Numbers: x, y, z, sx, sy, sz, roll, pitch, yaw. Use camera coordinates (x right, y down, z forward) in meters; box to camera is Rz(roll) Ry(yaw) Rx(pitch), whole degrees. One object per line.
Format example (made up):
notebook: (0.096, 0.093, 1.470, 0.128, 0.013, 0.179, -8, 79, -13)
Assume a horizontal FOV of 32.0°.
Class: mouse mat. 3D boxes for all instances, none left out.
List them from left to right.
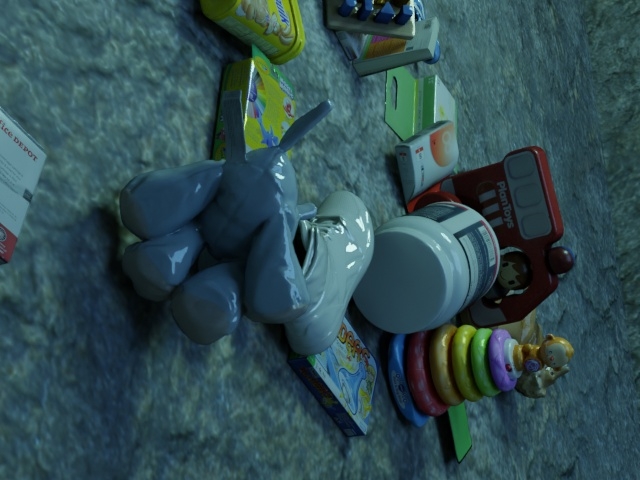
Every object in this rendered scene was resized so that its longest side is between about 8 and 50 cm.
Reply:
mouse mat: (0.254, 0.312, 2.097, 0.152, 0.007, 0.190, -12, 91, -72)

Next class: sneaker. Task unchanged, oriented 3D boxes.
sneaker: (0.000, 0.000, 1.613, 0.169, 0.108, 0.293, 70, 27, -45)
sneaker: (0.193, -0.417, 2.230, 0.144, 0.053, 0.059, 65, 28, -9)

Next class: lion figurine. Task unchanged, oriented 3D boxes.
lion figurine: (0.364, 0.165, 2.284, 0.392, 0.142, 0.240, 29, 62, -39)

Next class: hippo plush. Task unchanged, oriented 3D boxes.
hippo plush: (-0.120, -0.024, 1.372, 0.236, 0.234, 0.294, 156, -59, -87)

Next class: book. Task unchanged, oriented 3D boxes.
book: (0.136, -0.348, 1.989, 0.035, 0.144, 0.096, 57, 34, -38)

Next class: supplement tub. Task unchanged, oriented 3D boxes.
supplement tub: (0.177, 0.044, 1.871, 0.272, 0.191, 0.191, -21, 99, -63)

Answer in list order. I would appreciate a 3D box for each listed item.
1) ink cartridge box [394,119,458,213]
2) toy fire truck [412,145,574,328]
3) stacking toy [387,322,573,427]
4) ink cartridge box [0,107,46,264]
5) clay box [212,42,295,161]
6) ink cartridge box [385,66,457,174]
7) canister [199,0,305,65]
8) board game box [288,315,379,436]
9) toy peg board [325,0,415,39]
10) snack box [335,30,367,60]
ink cartridge box: (0.211, -0.119, 2.099, 0.145, 0.045, 0.179, -32, 115, -42)
toy fire truck: (0.329, 0.001, 2.041, 0.169, 0.254, 0.302, -7, 82, -53)
stacking toy: (0.278, 0.206, 1.881, 0.166, 0.301, 0.175, -43, 120, -59)
ink cartridge box: (-0.331, -0.055, 1.074, 0.099, 0.056, 0.135, 50, 39, -44)
clay box: (-0.092, -0.154, 1.577, 0.127, 0.053, 0.222, 43, 43, -49)
ink cartridge box: (0.202, -0.250, 2.182, 0.235, 0.056, 0.171, 43, 45, -52)
canister: (-0.101, -0.339, 1.596, 0.170, 0.073, 0.126, 25, 48, -56)
board game box: (0.024, 0.186, 1.692, 0.201, 0.035, 0.136, 55, 35, -38)
toy peg board: (0.095, -0.444, 1.922, 0.161, 0.079, 0.161, 5, 71, -17)
snack box: (0.067, -0.401, 2.011, 0.064, 0.022, 0.178, 59, 33, -33)
